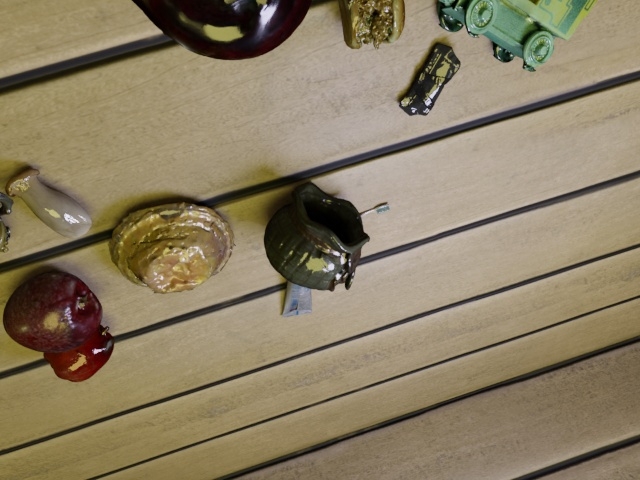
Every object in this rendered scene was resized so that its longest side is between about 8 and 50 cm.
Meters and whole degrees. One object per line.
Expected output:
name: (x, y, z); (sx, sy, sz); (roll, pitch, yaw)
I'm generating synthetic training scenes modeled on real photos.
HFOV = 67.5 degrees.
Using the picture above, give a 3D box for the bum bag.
bum bag: (0.286, -0.413, 1.251); (0.087, 0.049, 0.198); (27, 122, -8)

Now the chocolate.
chocolate: (-0.173, -0.472, 0.841); (0.383, 0.331, 0.383); (-11, 136, -11)

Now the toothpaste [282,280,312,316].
toothpaste: (-0.076, 0.175, 1.658); (0.114, 0.073, 0.299); (-9, 141, -12)

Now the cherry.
cherry: (-0.759, 0.207, 1.353); (0.300, 0.203, 0.230); (-15, 137, 14)

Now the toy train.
toy train: (0.443, -0.556, 1.111); (0.369, 0.150, 0.237); (13, 117, -29)

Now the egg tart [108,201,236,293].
egg tart: (-0.413, 0.043, 1.360); (0.352, 0.150, 0.352); (-11, 138, -10)

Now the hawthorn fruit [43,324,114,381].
hawthorn fruit: (-0.740, 0.332, 1.491); (0.202, 0.185, 0.185); (-35, 134, 2)

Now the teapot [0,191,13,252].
teapot: (-0.832, -0.024, 1.153); (0.269, 0.173, 0.182); (-41, 162, 13)

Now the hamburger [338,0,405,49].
hamburger: (0.107, -0.508, 1.034); (0.131, 0.159, 0.185); (-15, 108, 0)

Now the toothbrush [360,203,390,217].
toothbrush: (0.095, -0.058, 1.525); (0.269, 0.027, 0.021); (-22, 148, 4)

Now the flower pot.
flower pot: (0.000, 0.000, 1.368); (0.302, 0.302, 0.213); (17, 123, -31)

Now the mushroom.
mushroom: (-0.669, -0.086, 1.190); (0.097, 0.088, 0.212); (-11, 138, 38)
